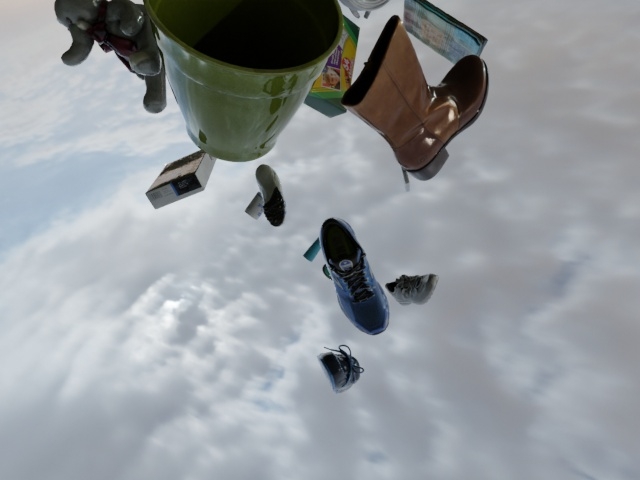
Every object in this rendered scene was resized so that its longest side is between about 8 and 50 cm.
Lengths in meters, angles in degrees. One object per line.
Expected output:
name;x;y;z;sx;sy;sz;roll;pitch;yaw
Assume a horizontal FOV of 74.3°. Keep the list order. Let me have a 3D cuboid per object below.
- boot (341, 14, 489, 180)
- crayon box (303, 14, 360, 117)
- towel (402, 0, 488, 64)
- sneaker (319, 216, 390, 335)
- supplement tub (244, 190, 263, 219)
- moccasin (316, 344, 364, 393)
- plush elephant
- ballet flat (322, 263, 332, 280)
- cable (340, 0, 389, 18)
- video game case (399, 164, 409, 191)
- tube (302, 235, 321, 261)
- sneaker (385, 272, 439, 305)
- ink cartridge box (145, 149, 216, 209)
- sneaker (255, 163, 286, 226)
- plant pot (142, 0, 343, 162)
boot;0.170;-0.271;0.718;0.096;0.280;0.264;38;-85;41
crayon box;-0.018;-0.688;1.551;0.106;0.313;0.363;-2;-104;48
towel;0.482;-0.826;1.699;0.370;0.271;0.040;39;-87;10
sneaker;0.073;0.089;1.080;0.130;0.147;0.330;-27;-101;6
supplement tub;-0.267;-0.149;1.802;0.071;0.071;0.107;36;-88;44
moccasin;0.066;0.400;1.346;0.117;0.342;0.138;-26;-111;-4
plush elephant;-0.515;-0.508;1.020;0.255;0.330;0.272;-1;179;-16
ballet flat;0.084;0.137;1.664;0.068;0.213;0.072;-19;-117;55
cable;0.144;-0.858;1.317;0.257;0.257;0.089;-54;-137;17
video game case;0.305;-0.262;1.562;0.019;0.157;0.143;-14;-97;11
tube;0.000;0.000;1.899;0.207;0.052;0.080;-54;-168;6
sneaker;0.334;0.178;1.585;0.115;0.281;0.105;33;-118;-7
ink cartridge box;-0.430;-0.216;1.349;0.165;0.065;0.333;-21;-153;5
sneaker;-0.157;-0.149;1.418;0.085;0.086;0.237;-24;-114;16
plant pot;-0.175;-0.366;0.922;0.366;0.353;0.366;7;-117;-13
